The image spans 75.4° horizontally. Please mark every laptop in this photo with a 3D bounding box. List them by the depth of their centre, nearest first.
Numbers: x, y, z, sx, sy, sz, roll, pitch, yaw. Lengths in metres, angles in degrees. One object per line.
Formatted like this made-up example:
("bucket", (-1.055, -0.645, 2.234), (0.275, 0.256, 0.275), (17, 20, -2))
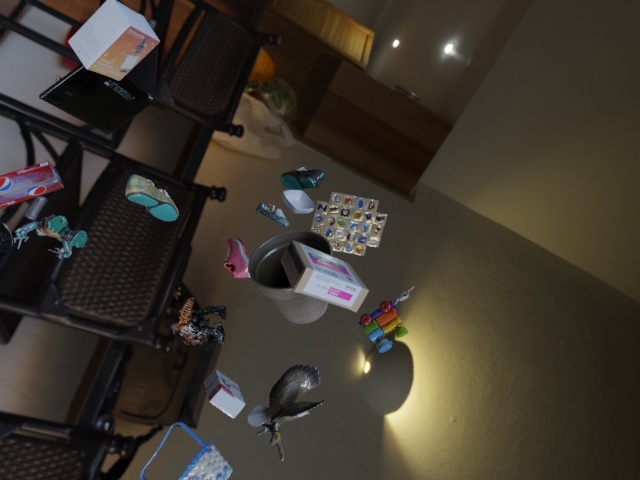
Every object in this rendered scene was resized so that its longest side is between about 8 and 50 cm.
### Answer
("laptop", (-0.841, -0.679, 1.622), (0.407, 0.236, 0.382), (-34, 171, 4))

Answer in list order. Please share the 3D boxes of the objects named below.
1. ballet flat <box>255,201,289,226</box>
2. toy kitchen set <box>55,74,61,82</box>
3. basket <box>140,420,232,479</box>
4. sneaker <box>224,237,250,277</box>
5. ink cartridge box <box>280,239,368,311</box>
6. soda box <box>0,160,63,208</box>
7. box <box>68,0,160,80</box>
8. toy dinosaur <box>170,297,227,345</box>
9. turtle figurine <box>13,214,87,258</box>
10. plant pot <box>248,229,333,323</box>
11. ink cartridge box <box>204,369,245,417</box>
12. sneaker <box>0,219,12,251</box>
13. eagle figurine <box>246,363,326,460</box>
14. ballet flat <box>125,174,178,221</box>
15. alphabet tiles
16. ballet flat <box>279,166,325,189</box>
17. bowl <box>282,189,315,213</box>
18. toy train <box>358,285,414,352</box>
("ballet flat", (-0.206, -0.119, 1.816), (0.070, 0.188, 0.070), (-45, 148, -38))
("toy kitchen set", (-1.146, -0.696, 1.873), (0.075, 0.083, 0.068), (-179, -88, -67))
("basket", (-0.498, 0.858, 1.545), (0.255, 0.288, 0.201), (-58, 167, -1))
("sneaker", (-0.470, 0.092, 2.252), (0.314, 0.136, 0.116), (48, -41, 41))
("ink cartridge box", (0.010, 0.109, 1.295), (0.088, 0.234, 0.193), (-60, -152, 14))
("soda box", (-1.142, -0.208, 1.576), (0.084, 0.263, 0.092), (62, -18, 13))
("box", (-0.546, -0.530, 1.104), (0.170, 0.091, 0.130), (-34, 179, 16))
("toy dinosaur", (-0.494, 0.338, 1.659), (0.322, 0.218, 0.165), (109, -19, -69))
("turtle figurine", (-0.832, -0.022, 1.276), (0.234, 0.175, 0.118), (-4, -110, 34))
("plant pot", (-0.090, 0.164, 1.614), (0.323, 0.322, 0.281), (-91, 171, -50))
("ink cartridge box", (-0.329, 0.520, 1.415), (0.063, 0.109, 0.150), (-49, -158, -8))
("sneaker", (-0.914, -0.022, 1.138), (0.121, 0.079, 0.217), (44, -34, 34))
("eagle figurine", (-0.120, 0.659, 1.644), (0.226, 0.225, 0.299), (37, -71, 24))
("ballet flat", (-0.718, -0.186, 1.792), (0.348, 0.123, 0.123), (58, 52, -73))
("alphabet tiles", (0.134, -0.077, 1.983), (0.011, 0.342, 0.286), (-93, -165, -71))
("ballet flat", (-0.074, -0.279, 1.861), (0.096, 0.095, 0.280), (-44, -148, -23))
("bowl", (-0.111, -0.177, 1.975), (0.142, 0.142, 0.053), (51, -53, 29))
("toy train", (0.278, 0.291, 1.524), (0.248, 0.105, 0.143), (-35, -119, 7))
